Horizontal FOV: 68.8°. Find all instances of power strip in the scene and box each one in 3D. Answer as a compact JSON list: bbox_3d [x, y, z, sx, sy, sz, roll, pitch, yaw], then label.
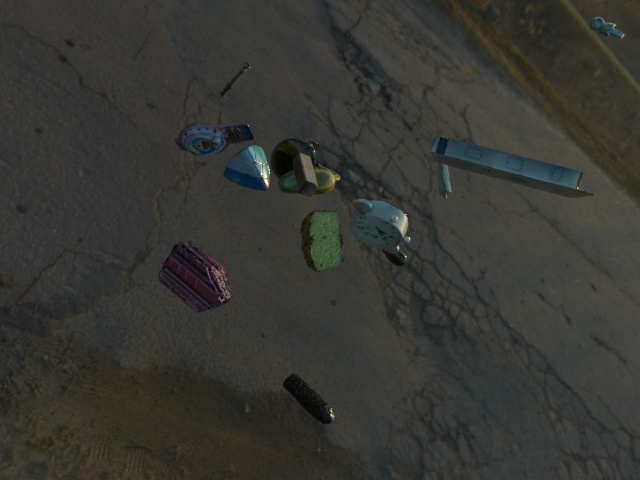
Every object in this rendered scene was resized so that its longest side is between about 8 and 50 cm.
[{"bbox_3d":[0.523,-0.252,1.980,0.030,0.047,0.191,13,60,-21],"label":"power strip"}]

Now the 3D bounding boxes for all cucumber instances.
[{"bbox_3d":[-0.036,0.547,1.594,0.072,0.300,0.072,-9,107,-29],"label":"cucumber"}]

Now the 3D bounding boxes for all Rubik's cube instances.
[{"bbox_3d":[-0.321,-0.352,2.251,0.254,0.254,0.254,22,52,-31],"label":"Rubik's cube"}]

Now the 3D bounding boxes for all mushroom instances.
[{"bbox_3d":[0.321,0.067,2.048,0.123,0.123,0.052,44,74,-11],"label":"mushroom"}]

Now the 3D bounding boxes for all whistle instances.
[{"bbox_3d":[0.785,-0.585,1.286,0.100,0.035,0.035,40,38,20],"label":"whistle"}]

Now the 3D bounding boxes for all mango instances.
[{"bbox_3d":[-0.047,-0.197,1.562,0.195,0.091,0.130,-12,28,-22],"label":"mango"}]

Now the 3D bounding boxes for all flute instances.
[{"bbox_3d":[-0.337,-0.620,1.812,0.027,0.233,0.027,12,70,-34],"label":"flute"}]

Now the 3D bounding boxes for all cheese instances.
[{"bbox_3d":[-0.391,-0.377,1.715,0.189,0.286,0.074,71,12,-64],"label":"cheese"}]

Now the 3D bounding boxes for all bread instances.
[{"bbox_3d":[-0.003,-0.004,1.981,0.160,0.147,0.260,-12,98,-23],"label":"bread"}]

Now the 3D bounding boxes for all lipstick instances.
[{"bbox_3d":[-0.043,-0.185,1.305,0.045,0.045,0.145,16,38,-26],"label":"lipstick"}]

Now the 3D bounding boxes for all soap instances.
[{"bbox_3d":[-0.418,0.137,1.593,0.250,0.162,0.099,38,9,13],"label":"soap"}]

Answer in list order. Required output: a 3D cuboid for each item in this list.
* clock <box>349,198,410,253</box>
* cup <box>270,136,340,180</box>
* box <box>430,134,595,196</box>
[{"bbox_3d":[0.158,-0.045,1.255,0.229,0.156,0.063,48,53,-40],"label":"clock"},{"bbox_3d":[-0.059,-0.307,1.934,0.255,0.178,0.256,53,19,-5],"label":"cup"},{"bbox_3d":[0.305,-0.119,0.764,0.247,0.033,0.129,18,6,12],"label":"box"}]
